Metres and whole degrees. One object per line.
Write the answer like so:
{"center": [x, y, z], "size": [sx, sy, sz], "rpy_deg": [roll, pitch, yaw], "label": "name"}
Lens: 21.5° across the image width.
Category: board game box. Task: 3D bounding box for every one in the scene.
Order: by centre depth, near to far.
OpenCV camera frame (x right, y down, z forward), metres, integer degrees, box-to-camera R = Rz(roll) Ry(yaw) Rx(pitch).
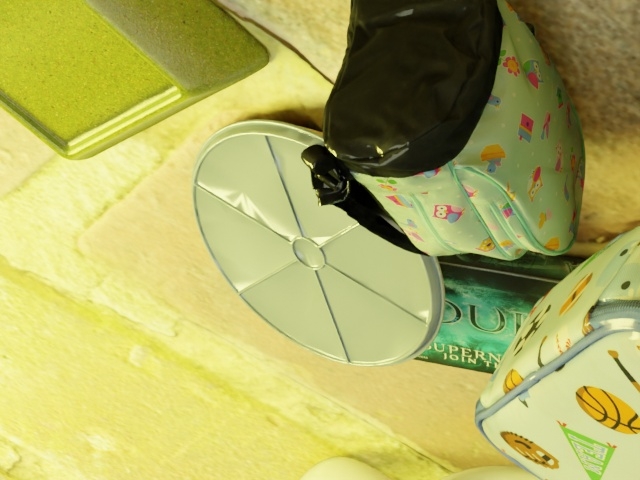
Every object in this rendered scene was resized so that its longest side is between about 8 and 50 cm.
{"center": [0.127, 0.050, 1.161], "size": [0.186, 0.026, 0.126], "rpy_deg": [9, 143, 14], "label": "board game box"}

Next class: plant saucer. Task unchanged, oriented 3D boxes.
{"center": [-0.160, -0.124, 1.048], "size": [0.188, 0.045, 0.188], "rpy_deg": [-22, 127, 42], "label": "plant saucer"}

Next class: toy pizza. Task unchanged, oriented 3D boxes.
{"center": [0.000, 0.000, 1.123], "size": [0.201, 0.032, 0.201], "rpy_deg": [25, 140, 23], "label": "toy pizza"}

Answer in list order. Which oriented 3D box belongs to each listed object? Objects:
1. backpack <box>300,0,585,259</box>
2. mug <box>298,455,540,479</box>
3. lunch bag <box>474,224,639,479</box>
{"center": [0.078, -0.057, 0.949], "size": [0.115, 0.152, 0.182], "rpy_deg": [8, 156, 30], "label": "backpack"}
{"center": [0.111, 0.317, 1.349], "size": [0.374, 0.276, 0.328], "rpy_deg": [35, 148, 33], "label": "mug"}
{"center": [0.230, 0.104, 0.914], "size": [0.243, 0.115, 0.303], "rpy_deg": [38, 159, -1], "label": "lunch bag"}
